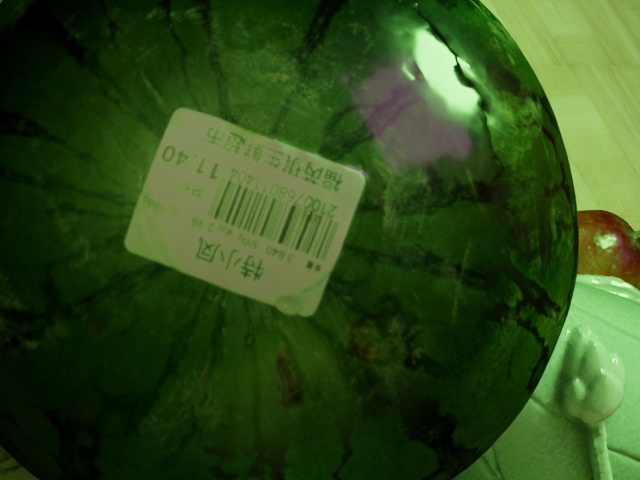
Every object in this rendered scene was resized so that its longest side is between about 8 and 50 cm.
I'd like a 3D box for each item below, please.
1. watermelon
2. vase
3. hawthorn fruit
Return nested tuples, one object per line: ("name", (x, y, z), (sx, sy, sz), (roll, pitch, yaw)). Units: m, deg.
("watermelon", (-0.039, -0.006, 0.906), (0.363, 0.363, 0.363), (44, 26, -27))
("vase", (0.162, 0.117, 1.228), (0.445, 0.250, 0.250), (44, 25, -42))
("hawthorn fruit", (0.268, 0.020, 1.760), (0.125, 0.140, 0.125), (27, 5, -3))
